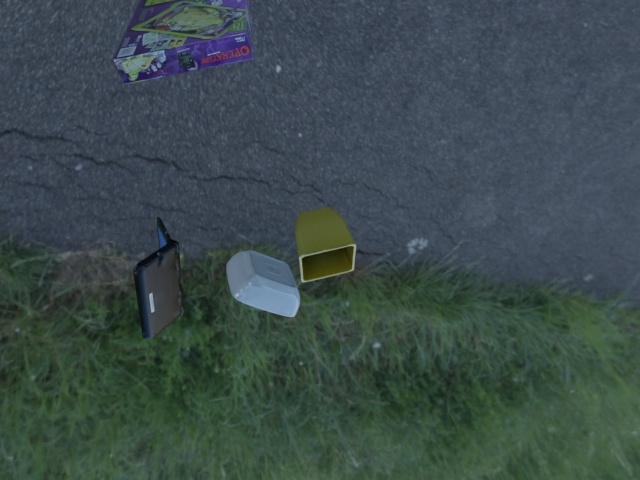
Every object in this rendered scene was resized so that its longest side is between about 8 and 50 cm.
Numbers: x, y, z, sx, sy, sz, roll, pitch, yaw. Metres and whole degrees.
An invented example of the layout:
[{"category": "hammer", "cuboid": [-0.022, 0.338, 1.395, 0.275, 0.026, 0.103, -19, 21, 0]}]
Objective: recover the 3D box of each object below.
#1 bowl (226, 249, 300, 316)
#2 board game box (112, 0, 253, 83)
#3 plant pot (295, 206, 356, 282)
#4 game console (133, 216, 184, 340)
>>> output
[{"category": "bowl", "cuboid": [-0.102, 0.074, 0.984, 0.142, 0.142, 0.053, 23, 111, -26]}, {"category": "board game box", "cuboid": [-0.223, -0.385, 0.903, 0.207, 0.347, 0.056, -14, 132, 4]}, {"category": "plant pot", "cuboid": [0.000, 0.000, 0.757, 0.081, 0.083, 0.081, -13, 150, -7]}, {"category": "game console", "cuboid": [-0.223, 0.049, 0.690, 0.071, 0.107, 0.122, 20, 126, 21]}]
